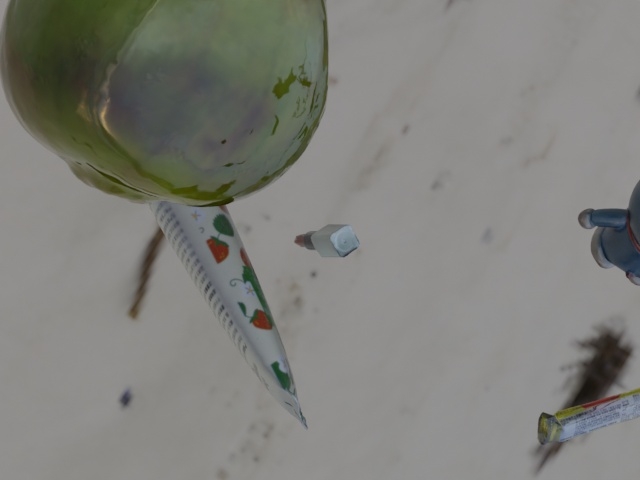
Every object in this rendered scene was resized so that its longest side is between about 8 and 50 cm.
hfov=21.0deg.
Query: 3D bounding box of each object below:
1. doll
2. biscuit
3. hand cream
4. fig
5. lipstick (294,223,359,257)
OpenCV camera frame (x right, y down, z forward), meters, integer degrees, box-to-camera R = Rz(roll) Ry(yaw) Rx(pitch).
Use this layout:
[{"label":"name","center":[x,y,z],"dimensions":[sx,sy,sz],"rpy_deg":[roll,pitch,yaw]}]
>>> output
[{"label":"doll","center":[0.270,-0.013,1.333],"dimensions":[0.152,0.114,0.085],"rpy_deg":[133,-22,-62]},{"label":"biscuit","center":[0.386,0.194,2.082],"dimensions":[0.292,0.026,0.048],"rpy_deg":[-13,132,-25]},{"label":"hand cream","center":[-0.077,0.022,1.350],"dimensions":[0.059,0.276,0.095],"rpy_deg":[-27,162,-5]},{"label":"fig","center":[-0.083,-0.130,1.057],"dimensions":[0.230,0.207,0.207],"rpy_deg":[-51,159,22]},{"label":"lipstick","center":[0.000,0.000,1.640],"dimensions":[0.025,0.107,0.025],"rpy_deg":[-34,105,-22]}]
